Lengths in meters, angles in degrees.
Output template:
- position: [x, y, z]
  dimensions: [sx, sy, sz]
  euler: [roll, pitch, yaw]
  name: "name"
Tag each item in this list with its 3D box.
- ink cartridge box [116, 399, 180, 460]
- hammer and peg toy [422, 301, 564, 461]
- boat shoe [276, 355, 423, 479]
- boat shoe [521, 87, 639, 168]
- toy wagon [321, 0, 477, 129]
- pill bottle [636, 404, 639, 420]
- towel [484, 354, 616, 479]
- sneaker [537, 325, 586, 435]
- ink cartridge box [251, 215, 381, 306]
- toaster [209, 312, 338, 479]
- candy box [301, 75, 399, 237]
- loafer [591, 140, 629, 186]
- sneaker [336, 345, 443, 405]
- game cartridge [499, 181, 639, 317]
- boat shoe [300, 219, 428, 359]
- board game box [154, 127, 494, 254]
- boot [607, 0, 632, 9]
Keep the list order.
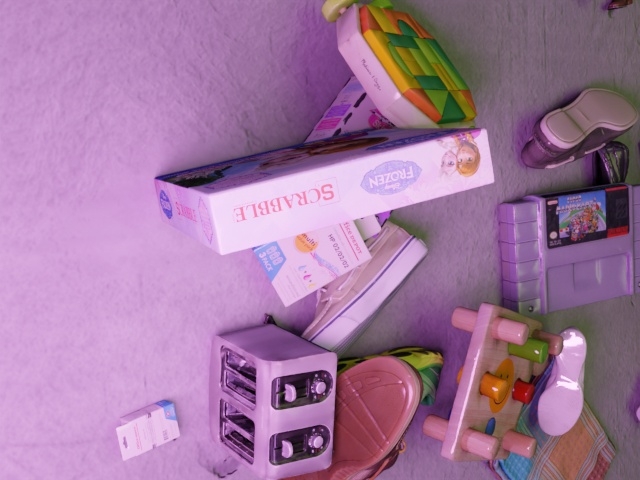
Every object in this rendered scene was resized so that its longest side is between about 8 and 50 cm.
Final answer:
- position: [-0.229, 0.247, 1.038]
  dimensions: [0.083, 0.028, 0.048]
  euler: [-18, 104, -37]
  name: "ink cartridge box"
- position: [0.323, 0.259, 1.374]
  dimensions: [0.361, 0.127, 0.266]
  euler: [22, 83, -54]
  name: "hammer and peg toy"
- position: [0.056, 0.282, 1.138]
  dimensions: [0.123, 0.123, 0.342]
  euler: [-10, 137, -47]
  name: "boat shoe"
- position: [0.511, -0.222, 1.586]
  dimensions: [0.335, 0.095, 0.112]
  euler: [-22, 71, -40]
  name: "boat shoe"
- position: [0.144, -0.252, 1.202]
  dimensions: [0.267, 0.068, 0.344]
  euler: [58, 31, 8]
  name: "toy wagon"
- position: [0.820, 0.338, 1.841]
  dimensions: [0.216, 0.121, 0.121]
  euler: [-46, 119, -27]
  name: "pill bottle"
- position: [0.484, 0.433, 1.626]
  dimensions: [0.370, 0.040, 0.271]
  euler: [50, 64, -30]
  name: "towel"
- position: [0.476, 0.270, 1.540]
  dimensions: [0.094, 0.080, 0.212]
  euler: [-5, 108, -69]
  name: "sneaker"
- position: [0.000, 0.000, 1.138]
  dimensions: [0.181, 0.061, 0.104]
  euler: [-30, 116, -3]
  name: "ink cartridge box"
- position: [-0.069, 0.208, 1.083]
  dimensions: [0.110, 0.185, 0.168]
  euler: [-4, 104, -36]
  name: "toaster"
- position: [0.065, -0.130, 1.226]
  dimensions: [0.165, 0.070, 0.196]
  euler: [47, 65, -30]
  name: "candy box"
- position: [0.596, -0.096, 1.666]
  dimensions: [0.078, 0.076, 0.223]
  euler: [-8, 103, -18]
  name: "loafer"
- position: [0.091, 0.241, 1.247]
  dimensions: [0.295, 0.109, 0.124]
  euler: [-3, 91, -39]
  name: "sneaker"
- position: [0.507, 0.013, 1.558]
  dimensions: [0.354, 0.068, 0.230]
  euler: [-9, 104, -26]
  name: "game cartridge"
- position: [0.045, 0.087, 1.219]
  dimensions: [0.094, 0.109, 0.302]
  euler: [39, 60, 13]
  name: "boat shoe"
- position: [-0.015, -0.073, 0.956]
  dimensions: [0.318, 0.318, 0.066]
  euler: [-16, 103, -20]
  name: "board game box"
- position: [0.624, -0.548, 1.675]
  dimensions: [0.106, 0.037, 0.114]
  euler: [-33, 117, -47]
  name: "boot"
